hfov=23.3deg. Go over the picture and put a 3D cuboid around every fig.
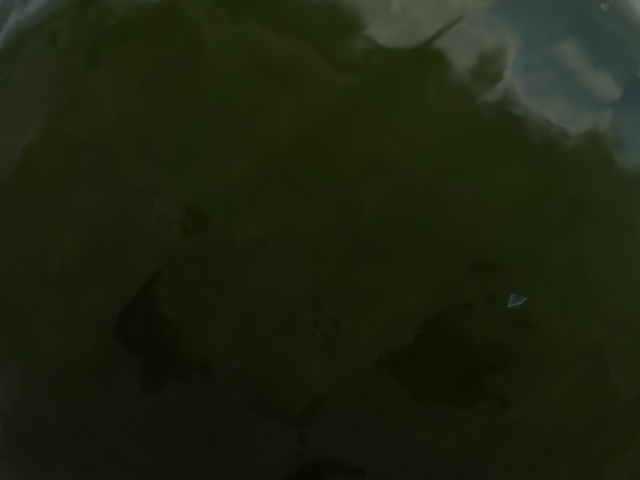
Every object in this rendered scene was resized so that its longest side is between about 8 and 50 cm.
[{"bbox_3d":[0.000,0.000,0.505,0.316,0.316,0.316,26,-27,15],"label":"fig"}]
